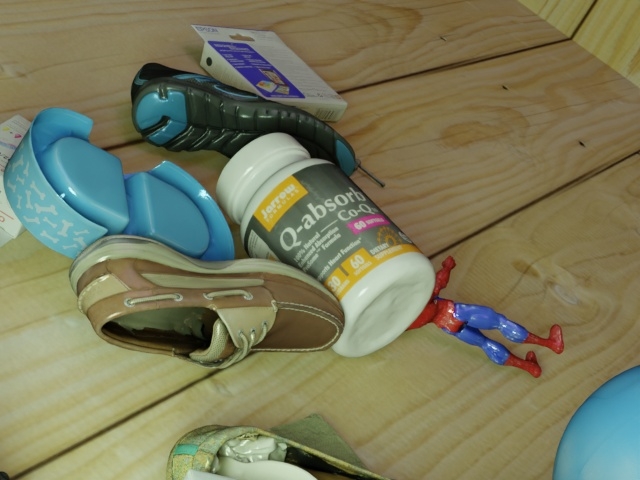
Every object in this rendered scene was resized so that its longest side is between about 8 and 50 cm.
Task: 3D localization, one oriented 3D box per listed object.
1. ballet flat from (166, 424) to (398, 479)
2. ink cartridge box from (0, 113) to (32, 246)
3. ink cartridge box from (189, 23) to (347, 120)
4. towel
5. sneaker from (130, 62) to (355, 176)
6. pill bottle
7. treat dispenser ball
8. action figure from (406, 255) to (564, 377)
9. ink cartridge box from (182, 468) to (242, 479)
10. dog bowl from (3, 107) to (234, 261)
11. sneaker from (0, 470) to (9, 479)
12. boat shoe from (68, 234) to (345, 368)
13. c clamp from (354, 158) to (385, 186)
[{"bbox_3d":[0.023,0.263,1.307,0.348,0.123,0.123,23,27,-13],"label":"ballet flat"},{"bbox_3d":[-0.355,-0.069,1.560,0.104,0.061,0.181,33,27,2],"label":"ink cartridge box"},{"bbox_3d":[-0.089,-0.269,2.204,0.206,0.045,0.208,-5,44,-50],"label":"ink cartridge box"},{"bbox_3d":[-0.012,0.235,1.432,0.110,0.027,0.148,44,28,22],"label":"towel"},{"bbox_3d":[-0.105,-0.167,1.926,0.341,0.125,0.139,21,23,-24],"label":"sneaker"},{"bbox_3d":[0.000,0.000,1.701,0.162,0.162,0.278,-4,43,-50],"label":"pill bottle"},{"bbox_3d":[0.400,0.273,1.503,0.288,0.288,0.288,24,27,-13],"label":"treat dispenser ball"},{"bbox_3d":[0.180,0.082,1.830,0.280,0.091,0.139,19,35,-25],"label":"action figure"},{"bbox_3d":[-0.058,0.280,1.190,0.175,0.127,0.072,18,28,-25],"label":"ink cartridge box"},{"bbox_3d":[-0.228,-0.034,1.540,0.297,0.074,0.166,29,35,-41],"label":"dog bowl"},{"bbox_3d":[-0.299,0.206,1.104,0.135,0.097,0.276,20,31,-22],"label":"sneaker"},{"bbox_3d":[-0.117,0.089,1.492,0.324,0.123,0.116,10,41,-27],"label":"boat shoe"},{"bbox_3d":[0.016,-0.113,2.071,0.137,0.022,0.161,38,27,13],"label":"c clamp"}]
